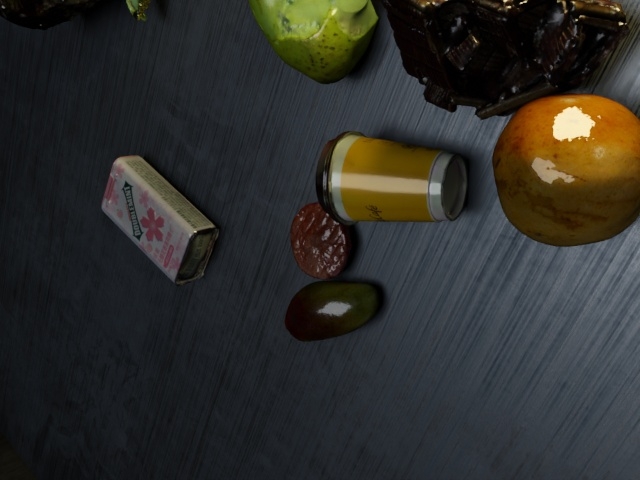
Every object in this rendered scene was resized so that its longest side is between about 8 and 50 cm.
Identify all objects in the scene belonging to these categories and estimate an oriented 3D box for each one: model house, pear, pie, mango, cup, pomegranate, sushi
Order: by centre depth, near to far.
[{"bbox_3d":[0.409,-0.107,1.220,0.264,0.264,0.264,11,108,39],"label":"pomegranate"},{"bbox_3d":[0.255,-0.330,1.236,0.317,0.283,0.297,53,125,48],"label":"model house"},{"bbox_3d":[0.140,-0.115,1.507,0.280,0.196,0.196,9,106,31],"label":"cup"},{"bbox_3d":[-0.027,-0.459,1.570,0.286,0.176,0.281,-7,98,43],"label":"pear"},{"bbox_3d":[0.015,0.155,1.724,0.268,0.111,0.133,-21,74,37],"label":"mango"},{"bbox_3d":[0.000,0.000,1.729,0.182,0.050,0.182,4,95,43],"label":"pie"},{"bbox_3d":[-0.720,-0.732,2.029,0.294,0.299,0.281,-9,122,45],"label":"sushi"}]

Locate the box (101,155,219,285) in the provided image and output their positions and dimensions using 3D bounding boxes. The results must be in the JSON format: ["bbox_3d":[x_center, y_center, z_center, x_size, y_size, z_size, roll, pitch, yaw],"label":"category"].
[{"bbox_3d":[-0.439,-0.057,2.070,0.370,0.112,0.190,41,124,24],"label":"box"}]

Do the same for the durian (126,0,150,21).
[{"bbox_3d":[-0.441,-0.743,1.899,0.132,0.107,0.375,16,111,36],"label":"durian"}]
